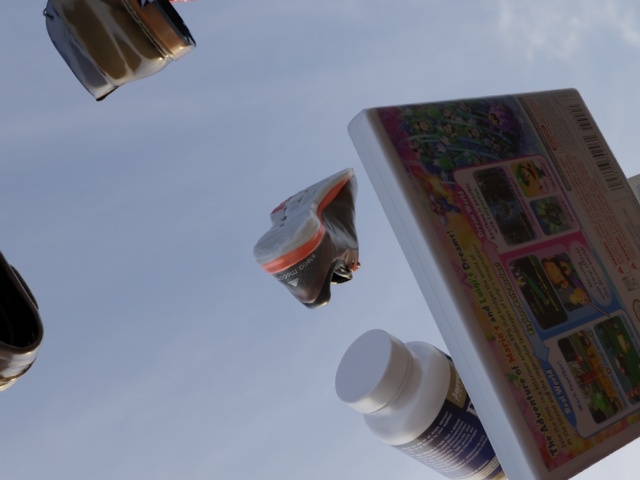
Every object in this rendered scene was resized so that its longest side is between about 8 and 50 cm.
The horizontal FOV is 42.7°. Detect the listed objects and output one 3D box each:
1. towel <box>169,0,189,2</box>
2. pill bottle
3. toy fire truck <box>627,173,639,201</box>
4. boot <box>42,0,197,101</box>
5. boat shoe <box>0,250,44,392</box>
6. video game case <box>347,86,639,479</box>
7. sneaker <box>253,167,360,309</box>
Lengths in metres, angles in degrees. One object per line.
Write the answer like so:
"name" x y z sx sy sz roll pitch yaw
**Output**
"towel" -0.132 -0.412 1.072 0.274 0.031 0.199 -12 -99 -18
"pill bottle" 0.097 0.146 0.719 0.169 0.094 0.094 34 -120 -26
"toy fire truck" 0.301 0.042 0.941 0.158 0.246 0.217 -26 -106 -12
"boot" -0.214 -0.221 0.695 0.219 0.106 0.082 51 -169 -26
"boat shoe" -0.379 -0.016 0.766 0.355 0.130 0.132 53 -144 -13
"video game case" 0.097 0.008 0.346 0.143 0.019 0.157 -13 -107 -37
"sneaker" 0.000 0.000 0.580 0.065 0.061 0.158 57 -152 -14
